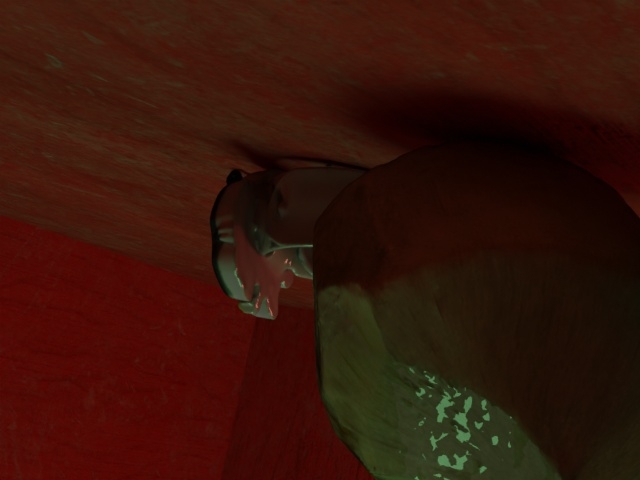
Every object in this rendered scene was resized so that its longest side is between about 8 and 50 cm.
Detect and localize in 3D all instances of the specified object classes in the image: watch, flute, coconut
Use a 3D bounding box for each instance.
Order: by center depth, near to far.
[{"bbox_3d":[0.165,0.102,1.230,0.415,0.345,0.415,20,-150,-12],"label":"coconut"},{"bbox_3d":[0.000,0.000,1.603,0.231,0.196,0.244,3,167,18],"label":"watch"},{"bbox_3d":[-0.042,-0.057,1.828,0.027,0.027,0.233,6,171,43],"label":"flute"}]
